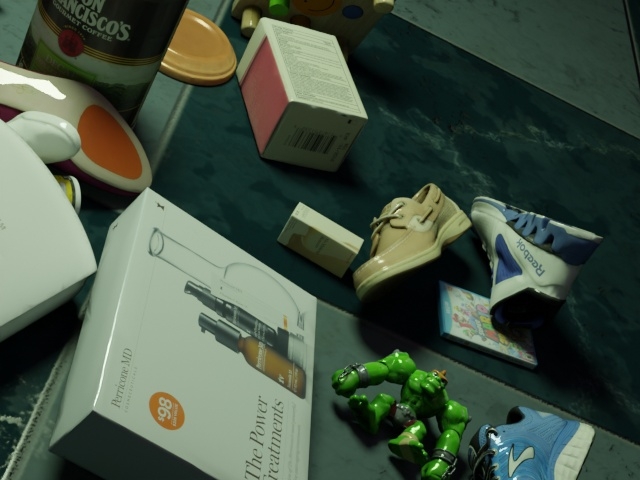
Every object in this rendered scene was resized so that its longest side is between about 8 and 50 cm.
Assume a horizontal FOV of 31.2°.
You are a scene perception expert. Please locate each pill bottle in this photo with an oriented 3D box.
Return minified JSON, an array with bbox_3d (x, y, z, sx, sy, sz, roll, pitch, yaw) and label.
[{"bbox_3d":[-0.379,-0.056,1.501,0.116,0.065,0.065,1,46,-35],"label":"pill bottle"}]

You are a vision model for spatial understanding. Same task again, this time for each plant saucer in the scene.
[{"bbox_3d":[-0.234,-0.345,1.976,0.200,0.037,0.200,20,37,-17],"label":"plant saucer"}]

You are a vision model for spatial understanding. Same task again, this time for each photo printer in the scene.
[{"bbox_3d":[-0.414,-0.003,1.327,0.256,0.107,0.307,57,38,-1],"label":"photo printer"}]

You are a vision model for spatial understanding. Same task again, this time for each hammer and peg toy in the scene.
[{"bbox_3d":[0.025,-0.467,2.049,0.266,0.361,0.127,16,59,-22],"label":"hammer and peg toy"}]

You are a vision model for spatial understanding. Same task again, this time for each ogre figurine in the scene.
[{"bbox_3d":[0.117,0.222,1.523,0.197,0.097,0.118,30,51,24],"label":"ogre figurine"}]

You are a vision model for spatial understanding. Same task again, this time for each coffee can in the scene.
[{"bbox_3d":[-0.317,-0.308,1.666,0.201,0.275,0.201,20,38,-16],"label":"coffee can"}]

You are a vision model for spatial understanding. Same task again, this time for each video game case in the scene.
[{"bbox_3d":[0.259,0.131,1.794,0.166,0.015,0.119,20,38,-15],"label":"video game case"}]

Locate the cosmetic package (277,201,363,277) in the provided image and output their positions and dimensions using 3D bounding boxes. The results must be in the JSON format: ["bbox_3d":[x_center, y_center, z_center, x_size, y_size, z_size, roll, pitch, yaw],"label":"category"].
[{"bbox_3d":[0.000,0.000,1.721,0.115,0.060,0.041,30,37,-1],"label":"cosmetic package"}]

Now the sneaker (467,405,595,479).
[{"bbox_3d":[0.246,0.327,1.486,0.147,0.130,0.330,24,31,13],"label":"sneaker"}]

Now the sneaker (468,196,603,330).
[{"bbox_3d":[0.309,0.041,1.828,0.127,0.182,0.315,20,3,-20],"label":"sneaker"}]

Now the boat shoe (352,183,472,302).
[{"bbox_3d":[0.122,-0.002,1.749,0.110,0.121,0.341,55,29,1],"label":"boat shoe"}]

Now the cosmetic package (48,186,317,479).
[{"bbox_3d":[-0.143,0.147,1.356,0.284,0.097,0.377,32,34,-23],"label":"cosmetic package"}]

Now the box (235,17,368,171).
[{"bbox_3d":[-0.036,-0.245,1.926,0.148,0.127,0.232,10,41,-27],"label":"box"}]

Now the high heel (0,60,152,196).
[{"bbox_3d":[-0.417,-0.167,1.608,0.377,0.181,0.127,41,51,-25],"label":"high heel"}]

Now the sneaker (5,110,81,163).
[{"bbox_3d":[-0.419,-0.114,1.496,0.212,0.080,0.094,2,41,15],"label":"sneaker"}]
